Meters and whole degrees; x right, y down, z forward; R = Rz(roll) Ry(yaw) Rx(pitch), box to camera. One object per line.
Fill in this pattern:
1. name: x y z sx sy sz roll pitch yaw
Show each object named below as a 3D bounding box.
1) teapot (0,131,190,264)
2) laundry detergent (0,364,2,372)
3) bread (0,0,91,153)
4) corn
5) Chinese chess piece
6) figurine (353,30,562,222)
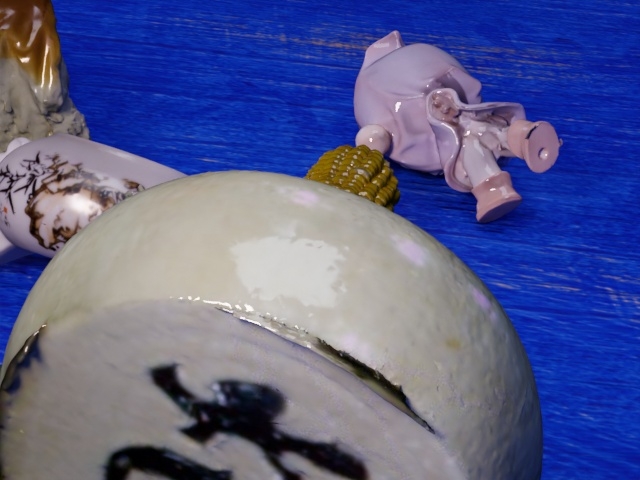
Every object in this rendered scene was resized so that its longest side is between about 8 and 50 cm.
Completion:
1. teapot: -0.210 -0.012 1.769 0.299 0.166 0.208 7 5 22
2. laundry detergent: -0.233 0.144 1.463 0.144 0.078 0.222 22 24 -11
3. bread: -0.372 -0.160 1.925 0.279 0.225 0.250 -4 25 -15
4. corn: 0.003 0.004 1.840 0.102 0.102 0.313 13 29 11
5. Chinese chess piece: -0.035 0.124 1.257 0.349 0.349 0.146 13 41 12
6. figurine: 0.135 -0.122 2.108 0.200 0.133 0.276 -7 29 -36
